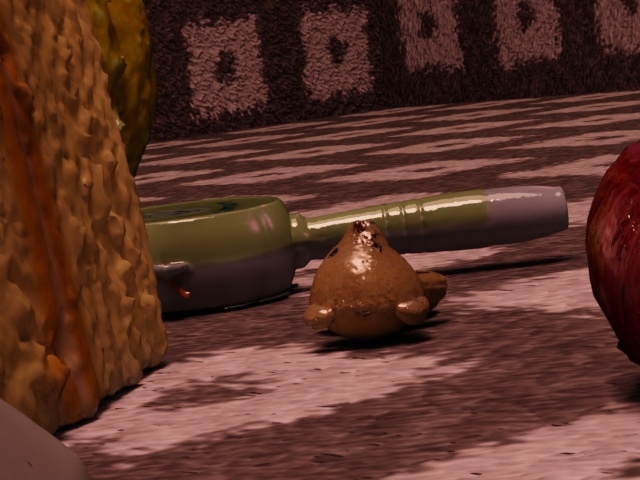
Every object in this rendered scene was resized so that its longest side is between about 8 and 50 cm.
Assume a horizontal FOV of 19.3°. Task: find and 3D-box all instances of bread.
[{"bbox_3d":[-0.188,-0.044,0.698,0.198,0.236,0.263,-5,5,12],"label":"bread"}]

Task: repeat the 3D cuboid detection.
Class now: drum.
[{"bbox_3d":[-0.005,-0.002,1.001,0.253,0.049,0.130,-8,6,-15],"label":"drum"}]

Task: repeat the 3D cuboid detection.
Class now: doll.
[{"bbox_3d":[0.023,0.027,0.813,0.061,0.051,0.093,-6,-23,13],"label":"doll"}]

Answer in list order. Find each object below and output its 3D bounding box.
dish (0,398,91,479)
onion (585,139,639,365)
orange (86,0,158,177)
[{"bbox_3d":[-0.147,0.061,0.416,0.182,0.080,0.243,-7,7,-5],"label":"dish"},{"bbox_3d":[0.157,-0.024,0.592,0.150,0.140,0.150,-2,22,1],"label":"onion"},{"bbox_3d":[-0.244,-0.074,1.168,0.300,0.223,0.301,-20,-3,41],"label":"orange"}]
